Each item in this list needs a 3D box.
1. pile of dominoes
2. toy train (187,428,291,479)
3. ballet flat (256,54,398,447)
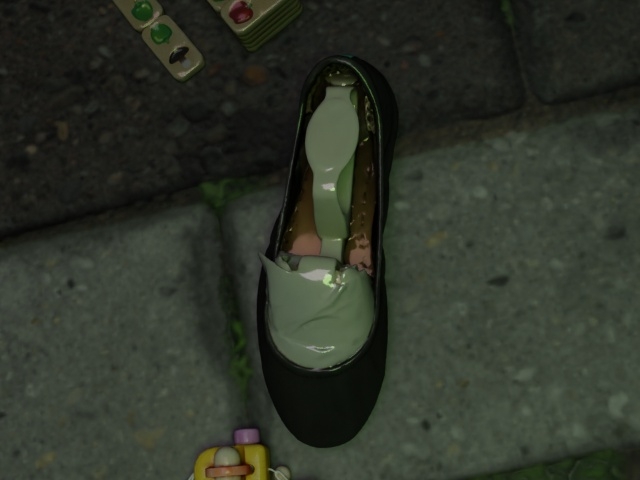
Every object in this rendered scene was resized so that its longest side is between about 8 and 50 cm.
[{"bbox_3d":[-0.104,-0.269,0.753,0.196,0.040,0.251,-39,74,0],"label":"pile of dominoes"},{"bbox_3d":[-0.060,0.201,0.629,0.166,0.046,0.125,-32,73,2],"label":"toy train"},{"bbox_3d":[0.000,0.000,0.640,0.095,0.096,0.281,1,77,10],"label":"ballet flat"}]
